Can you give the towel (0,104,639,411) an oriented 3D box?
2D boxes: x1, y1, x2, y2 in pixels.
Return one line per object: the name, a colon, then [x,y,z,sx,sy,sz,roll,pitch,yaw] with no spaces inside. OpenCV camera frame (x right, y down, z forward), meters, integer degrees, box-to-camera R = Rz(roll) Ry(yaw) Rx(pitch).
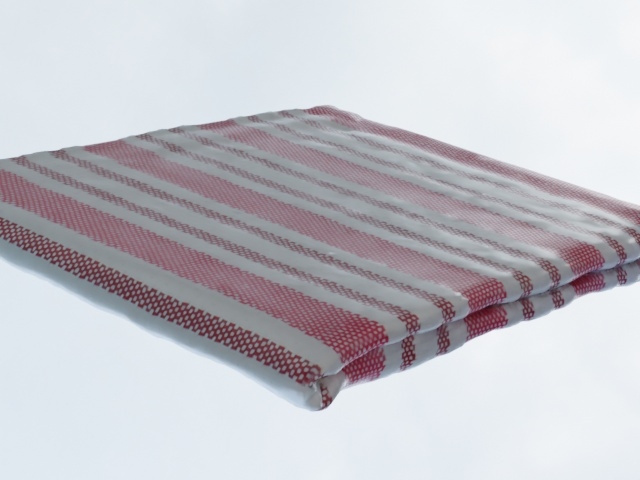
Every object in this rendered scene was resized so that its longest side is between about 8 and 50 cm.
towel: [0.000,0.000,0.472,0.144,0.029,0.197,21,-158,34]
